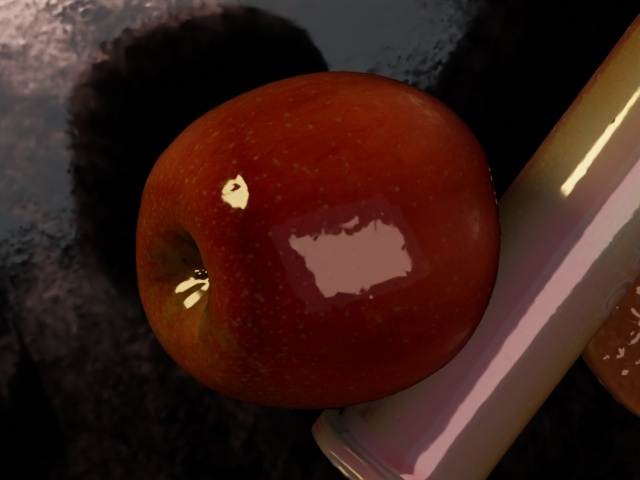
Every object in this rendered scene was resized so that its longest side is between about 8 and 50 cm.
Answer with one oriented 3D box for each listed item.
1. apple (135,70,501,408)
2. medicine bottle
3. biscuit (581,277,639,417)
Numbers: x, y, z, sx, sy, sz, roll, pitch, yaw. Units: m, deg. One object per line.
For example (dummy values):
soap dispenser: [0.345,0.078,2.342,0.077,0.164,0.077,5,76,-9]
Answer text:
apple: [0.000,0.000,0.931,0.168,0.181,0.181,-9,112,-30]
medicine bottle: [0.163,-0.027,1.018,0.108,0.108,0.426,34,96,-29]
biscuit: [0.254,-0.020,1.113,0.202,0.044,0.289,1,104,-16]
